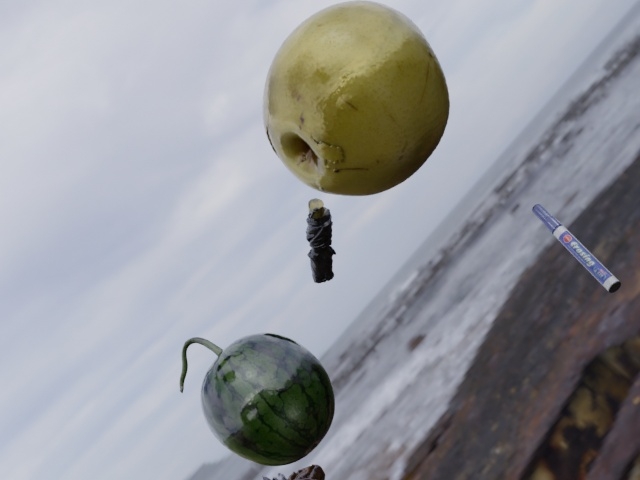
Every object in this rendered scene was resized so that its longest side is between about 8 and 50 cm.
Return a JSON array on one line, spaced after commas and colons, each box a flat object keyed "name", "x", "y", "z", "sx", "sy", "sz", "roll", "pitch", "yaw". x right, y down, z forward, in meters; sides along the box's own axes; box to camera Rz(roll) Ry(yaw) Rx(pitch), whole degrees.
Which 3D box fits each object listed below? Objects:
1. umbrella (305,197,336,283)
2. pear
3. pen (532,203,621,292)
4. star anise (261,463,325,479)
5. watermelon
[{"name": "umbrella", "x": 0.000, "y": 0.000, "z": 1.485, "sx": 0.144, "sy": 0.037, "sz": 0.040, "roll": 86, "pitch": -154, "yaw": -47}, {"name": "pear", "x": 0.062, "y": -0.251, "z": 1.995, "sx": 0.348, "sy": 0.348, "sz": 0.348, "roll": -48, "pitch": -4, "yaw": -5}, {"name": "pen", "x": 0.418, "y": 0.010, "z": 1.830, "sx": 0.025, "sy": 0.204, "sz": 0.025, "roll": -25, "pitch": -35, "yaw": -20}, {"name": "star anise", "x": -0.069, "y": 0.336, "z": 1.366, "sx": 0.190, "sy": 0.070, "sz": 0.097, "roll": -20, "pitch": 28, "yaw": 5}, {"name": "watermelon", "x": -0.074, "y": 0.161, "z": 1.218, "sx": 0.141, "sy": 0.187, "sz": 0.141, "roll": -48, "pitch": -10, "yaw": -11}]
